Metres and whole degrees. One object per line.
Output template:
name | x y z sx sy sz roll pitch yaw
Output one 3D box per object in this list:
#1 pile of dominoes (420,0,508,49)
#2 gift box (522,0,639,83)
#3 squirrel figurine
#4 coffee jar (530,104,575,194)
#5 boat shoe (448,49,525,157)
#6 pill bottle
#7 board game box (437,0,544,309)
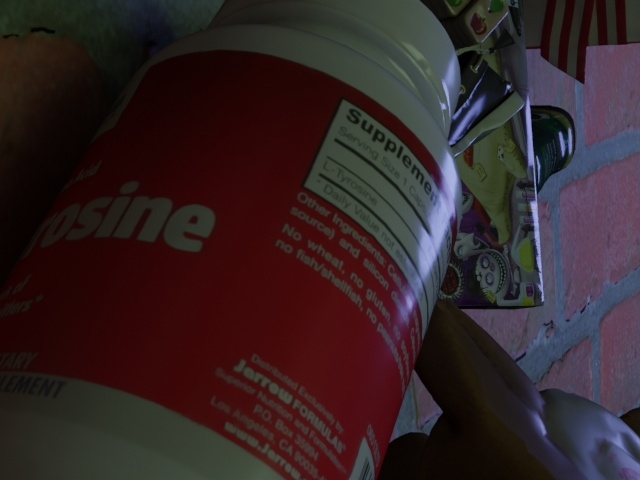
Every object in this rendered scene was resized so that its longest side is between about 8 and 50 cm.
pile of dominoes | 0.076 -0.282 1.049 0.196 0.040 0.251 -49 115 -33
gift box | 0.376 -0.350 1.544 0.258 0.255 0.276 -41 123 -58
squirrel figurine | 0.124 0.316 0.941 0.281 0.370 0.397 20 33 -30
coffee jar | 0.224 -0.098 1.416 0.184 0.096 0.079 -36 124 -57
boat shoe | 0.080 -0.086 0.996 0.068 0.081 0.228 54 43 -2
pill bottle | -0.049 0.025 0.733 0.229 0.229 0.407 64 36 -41
board game box | 0.102 -0.112 1.103 0.208 0.056 0.346 1 83 -35
